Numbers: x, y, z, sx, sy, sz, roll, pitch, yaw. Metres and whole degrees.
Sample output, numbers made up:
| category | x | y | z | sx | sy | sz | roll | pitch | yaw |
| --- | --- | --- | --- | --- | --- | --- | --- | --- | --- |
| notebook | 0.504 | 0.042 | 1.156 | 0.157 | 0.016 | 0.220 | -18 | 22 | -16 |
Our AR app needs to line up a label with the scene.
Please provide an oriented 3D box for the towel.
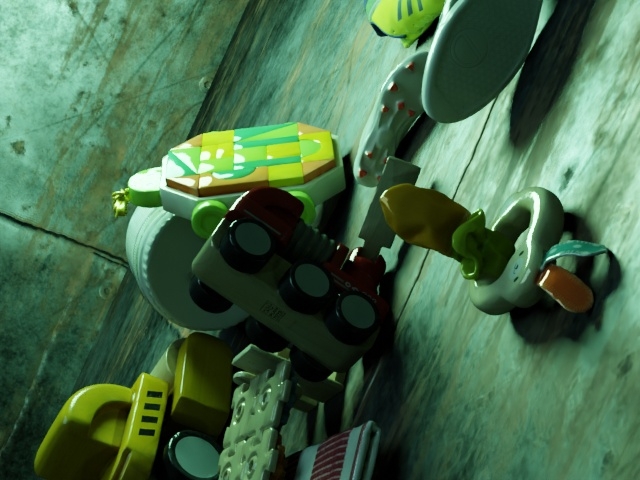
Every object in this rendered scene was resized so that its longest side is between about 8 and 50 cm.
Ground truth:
| category | x | y | z | sx | sy | sz | roll | pitch | yaw |
| --- | --- | --- | --- | --- | --- | --- | --- | --- | --- |
| towel | -0.031 | 0.330 | 1.301 | 0.329 | 0.037 | 0.237 | -39 | 33 | 59 |

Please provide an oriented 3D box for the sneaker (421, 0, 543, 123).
| category | x | y | z | sx | sy | sz | roll | pitch | yaw |
| --- | --- | --- | --- | --- | --- | --- | --- | --- | --- |
| sneaker | 0.175 | -0.273 | 1.393 | 0.295 | 0.105 | 0.147 | -68 | 23 | 3 |

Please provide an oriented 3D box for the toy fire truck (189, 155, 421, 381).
| category | x | y | z | sx | sy | sz | roll | pitch | yaw |
| --- | --- | --- | --- | --- | --- | --- | --- | --- | --- |
| toy fire truck | 0.000 | 0.000 | 1.438 | 0.158 | 0.217 | 0.246 | -51 | 7 | 44 |

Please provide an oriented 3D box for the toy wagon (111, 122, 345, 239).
| category | x | y | z | sx | sy | sz | roll | pitch | yaw |
| --- | --- | --- | --- | --- | --- | --- | --- | --- | --- |
| toy wagon | -0.139 | -0.092 | 1.817 | 0.267 | 0.344 | 0.068 | -96 | 0 | -62 |

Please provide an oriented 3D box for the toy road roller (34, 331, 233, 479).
| category | x | y | z | sx | sy | sz | roll | pitch | yaw |
| --- | --- | --- | --- | --- | --- | --- | --- | --- | --- |
| toy road roller | -0.273 | 0.275 | 1.827 | 0.202 | 0.241 | 0.329 | -54 | 19 | 34 |

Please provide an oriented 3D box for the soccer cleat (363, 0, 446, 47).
| category | x | y | z | sx | sy | sz | roll | pitch | yaw |
| --- | --- | --- | --- | --- | --- | --- | --- | --- | --- |
| soccer cleat | 0.138 | -0.328 | 1.721 | 0.289 | 0.093 | 0.121 | -151 | 55 | -70 |

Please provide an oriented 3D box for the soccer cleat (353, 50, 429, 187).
| category | x | y | z | sx | sy | sz | roll | pitch | yaw |
| --- | --- | --- | --- | --- | --- | --- | --- | --- | --- |
| soccer cleat | 0.093 | -0.162 | 1.613 | 0.076 | 0.068 | 0.196 | -100 | 34 | -69 |

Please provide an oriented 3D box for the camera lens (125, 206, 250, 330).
| category | x | y | z | sx | sy | sz | roll | pitch | yaw |
| --- | --- | --- | --- | --- | --- | --- | --- | --- | --- |
| camera lens | -0.194 | 0.020 | 1.987 | 0.219 | 0.219 | 0.274 | -65 | 16 | 3 |

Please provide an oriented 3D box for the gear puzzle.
| category | x | y | z | sx | sy | sz | roll | pitch | yaw |
| --- | --- | --- | --- | --- | --- | --- | --- | --- | --- |
| gear puzzle | -0.080 | 0.306 | 1.365 | 0.175 | 0.044 | 0.339 | -37 | 38 | 58 |

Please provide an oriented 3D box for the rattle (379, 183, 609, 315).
| category | x | y | z | sx | sy | sz | roll | pitch | yaw |
| --- | --- | --- | --- | --- | --- | --- | --- | --- | --- |
| rattle | 0.148 | -0.005 | 1.077 | 0.130 | 0.143 | 0.199 | -44 | 13 | 8 |

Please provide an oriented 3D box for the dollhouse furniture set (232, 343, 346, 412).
| category | x | y | z | sx | sy | sz | roll | pitch | yaw |
| --- | --- | --- | --- | --- | --- | --- | --- | --- | --- |
| dollhouse furniture set | -0.041 | 0.115 | 1.524 | 0.144 | 0.123 | 0.151 | -42 | 28 | 54 |
